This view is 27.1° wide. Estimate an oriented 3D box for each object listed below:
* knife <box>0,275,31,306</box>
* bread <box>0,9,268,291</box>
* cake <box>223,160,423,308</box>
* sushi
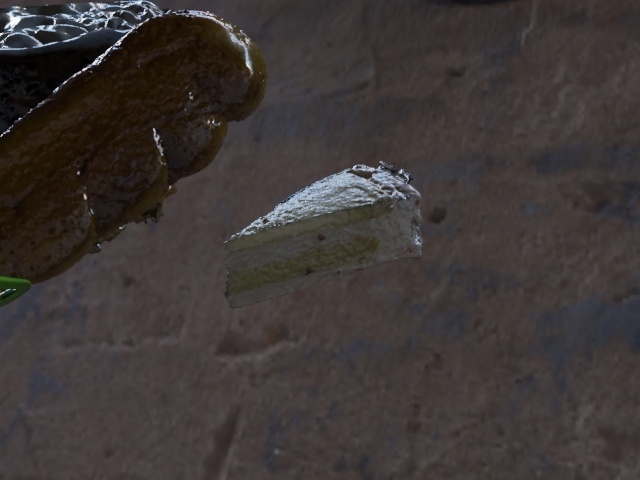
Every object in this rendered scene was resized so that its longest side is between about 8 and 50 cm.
[{"bbox_3d":[-0.222,0.014,0.729,0.078,0.023,0.166,-28,-31,19],"label":"knife"},{"bbox_3d":[-0.189,-0.058,1.061,0.124,0.344,0.084,50,-11,-8],"label":"bread"},{"bbox_3d":[0.000,0.000,0.752,0.065,0.121,0.052,27,-46,43],"label":"cake"},{"bbox_3d":[-0.241,-0.123,1.254,0.234,0.348,0.208,-3,-73,6],"label":"sushi"}]
